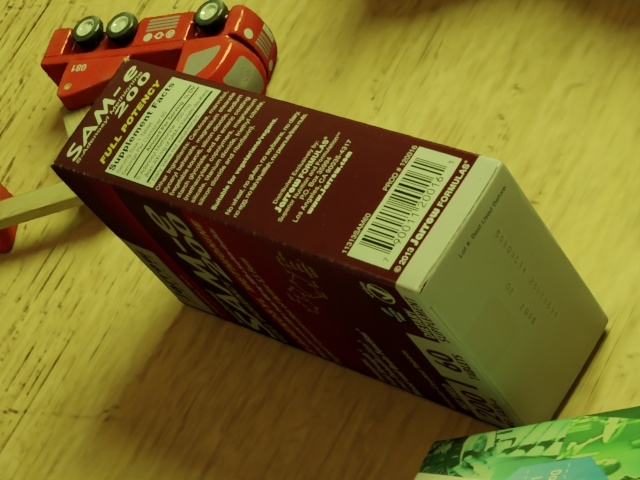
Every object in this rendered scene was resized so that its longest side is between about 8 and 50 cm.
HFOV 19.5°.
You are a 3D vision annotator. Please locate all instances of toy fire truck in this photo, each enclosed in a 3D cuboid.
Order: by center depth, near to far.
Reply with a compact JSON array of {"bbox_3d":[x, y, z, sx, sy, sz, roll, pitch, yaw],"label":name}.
[{"bbox_3d":[-0.125,-0.064,1.054,0.192,0.047,0.135,-3,55,30],"label":"toy fire truck"}]

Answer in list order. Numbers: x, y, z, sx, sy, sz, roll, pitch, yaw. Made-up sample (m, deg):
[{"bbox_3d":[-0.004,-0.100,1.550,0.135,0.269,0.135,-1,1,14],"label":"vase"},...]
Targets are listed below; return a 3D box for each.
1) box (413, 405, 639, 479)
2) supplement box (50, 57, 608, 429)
[{"bbox_3d":[0.163,0.122,0.642,0.322,0.058,0.232,-12,21,23],"label":"box"},{"bbox_3d":[0.000,0.000,0.864,0.239,0.130,0.073,19,68,42],"label":"supplement box"}]
